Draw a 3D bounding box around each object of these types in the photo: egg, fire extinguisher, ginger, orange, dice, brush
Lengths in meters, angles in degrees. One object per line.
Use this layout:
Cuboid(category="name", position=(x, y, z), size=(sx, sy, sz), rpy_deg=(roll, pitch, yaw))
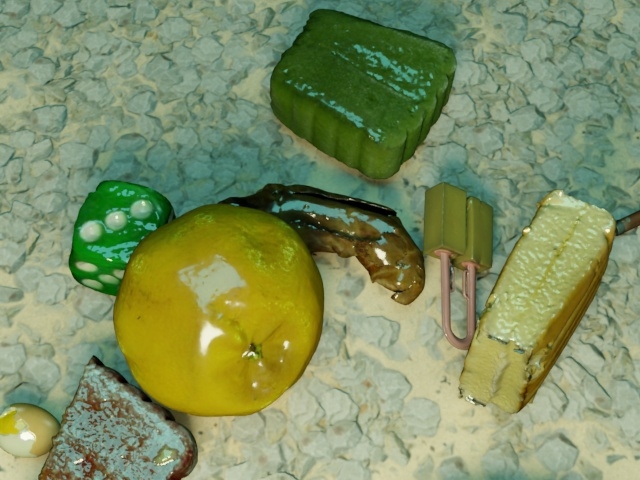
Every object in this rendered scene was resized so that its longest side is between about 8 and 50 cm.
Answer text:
Cuboid(category="egg", position=(-0.378, 0.248, 1.431), size=(0.083, 0.071, 0.071), rpy_deg=(11, 63, 4))
Cuboid(category="fire extinguisher", position=(0.463, -0.033, 1.613), size=(0.083, 0.022, 0.028), rpy_deg=(-24, 35, -13))
Cuboid(category="ginger", position=(0.008, -0.010, 1.549), size=(0.309, 0.107, 0.133), rpy_deg=(19, 61, 6))
Cuboid(category="orange", position=(-0.124, 0.094, 1.401), size=(0.279, 0.279, 0.235), rpy_deg=(-20, 22, -10))
Cuboid(category="dice", position=(-0.272, 0.001, 1.528), size=(0.120, 0.131, 0.128), rpy_deg=(12, 62, 3))
Cuboid(category="brush", position=(0.190, 0.043, 1.531), size=(0.103, 0.047, 0.233), rpy_deg=(22, 59, -32))

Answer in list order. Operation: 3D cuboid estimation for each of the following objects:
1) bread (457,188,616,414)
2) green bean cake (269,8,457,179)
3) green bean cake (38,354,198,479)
Cuboid(category="bread", position=(0.277, 0.088, 1.428), size=(0.111, 0.239, 0.246), rpy_deg=(28, 68, 18))
Cuboid(category="green bean cake", position=(0.058, -0.231, 1.657), size=(0.248, 0.125, 0.222), rpy_deg=(30, 65, 12))
Cuboid(category="green bean cake", position=(-0.281, 0.290, 1.382), size=(0.198, 0.097, 0.233), rpy_deg=(32, 77, 12))
